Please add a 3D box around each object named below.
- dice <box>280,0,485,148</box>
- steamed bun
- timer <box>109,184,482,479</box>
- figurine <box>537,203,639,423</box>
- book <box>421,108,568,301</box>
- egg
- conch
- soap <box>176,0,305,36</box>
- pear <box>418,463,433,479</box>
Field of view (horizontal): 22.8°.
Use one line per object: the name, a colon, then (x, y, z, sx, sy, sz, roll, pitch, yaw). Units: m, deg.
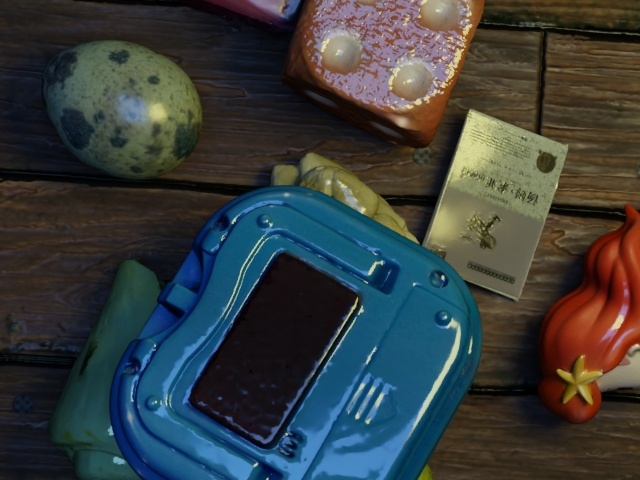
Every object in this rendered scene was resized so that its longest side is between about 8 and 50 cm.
dice: (0.063, -0.206, 1.669, 0.179, 0.175, 0.174, 21, 88, -2)
steamed bun: (0.000, 0.000, 1.692, 0.177, 0.106, 0.192, -35, 88, -5)
timer: (-0.024, 0.127, 1.552, 0.309, 0.115, 0.340, 29, 77, 11)
figurine: (0.355, 0.082, 1.681, 0.257, 0.181, 0.208, -4, 127, -1)
book: (0.189, -0.040, 1.734, 0.127, 0.014, 0.182, 20, 86, -16)
egg: (-0.212, -0.140, 1.676, 0.181, 0.141, 0.141, 27, 87, 8)
conch: (-0.189, 0.150, 1.664, 0.137, 0.143, 0.250, 28, 81, -18)
soap: (-0.063, -0.396, 1.694, 0.220, 0.127, 0.325, 23, 85, -7)
pear: (0.047, 0.274, 1.668, 0.216, 0.166, 0.180, 28, 75, -31)
